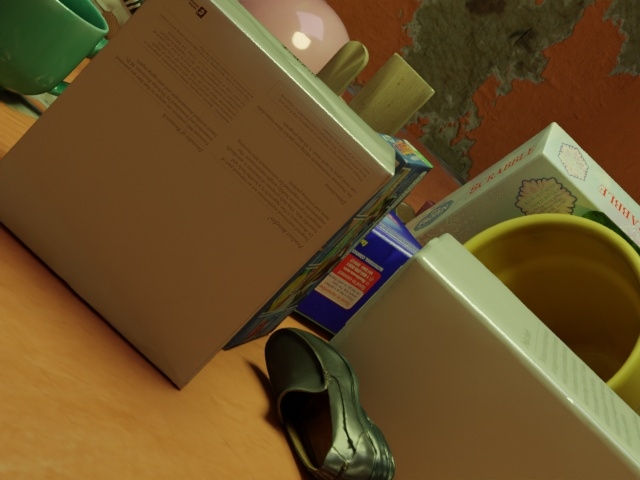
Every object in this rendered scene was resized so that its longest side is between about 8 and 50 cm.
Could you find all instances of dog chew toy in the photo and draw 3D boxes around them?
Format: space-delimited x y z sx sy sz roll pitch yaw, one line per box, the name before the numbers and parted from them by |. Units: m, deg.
dog chew toy | -0.118 -0.282 1.854 0.332 0.206 0.206 38 8 20

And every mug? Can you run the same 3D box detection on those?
mug | -0.246 -0.173 1.143 0.158 0.097 0.129 46 10 7

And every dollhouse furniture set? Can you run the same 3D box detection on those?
dollhouse furniture set | 0.054 -0.119 1.329 0.144 0.123 0.151 50 14 30

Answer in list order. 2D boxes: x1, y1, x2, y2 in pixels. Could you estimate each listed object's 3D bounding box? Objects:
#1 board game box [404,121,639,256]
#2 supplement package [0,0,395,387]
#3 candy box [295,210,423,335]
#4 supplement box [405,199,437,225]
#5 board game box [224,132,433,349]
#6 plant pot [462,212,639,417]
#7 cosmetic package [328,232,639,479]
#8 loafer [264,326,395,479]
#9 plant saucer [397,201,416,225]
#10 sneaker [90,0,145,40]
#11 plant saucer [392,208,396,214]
board game box | 0.270 0.056 1.666 0.318 0.319 0.066 42 43 -13
supplement package | -0.086 -0.048 0.961 0.194 0.203 0.149 44 9 -4
candy box | -0.052 -0.061 1.385 0.268 0.122 0.317 34 15 -40
supplement box | 0.180 0.025 1.992 0.081 0.104 0.188 49 12 29
board game box | 0.000 0.000 1.105 0.035 0.201 0.136 45 10 8
plant pot | 0.264 0.136 1.533 0.254 0.254 0.239 52 -1 40
cosmetic package | 0.203 0.209 1.161 0.453 0.161 0.230 45 10 4
loafer | -0.005 0.118 1.016 0.061 0.062 0.170 29 16 -41
plant saucer | 0.058 -0.057 1.876 0.168 0.029 0.168 20 0 0
sneaker | -0.288 -0.310 1.468 0.137 0.210 0.365 -121 -164 -55
plant saucer | 0.066 0.011 1.537 0.067 0.018 0.192 -124 -157 -48
